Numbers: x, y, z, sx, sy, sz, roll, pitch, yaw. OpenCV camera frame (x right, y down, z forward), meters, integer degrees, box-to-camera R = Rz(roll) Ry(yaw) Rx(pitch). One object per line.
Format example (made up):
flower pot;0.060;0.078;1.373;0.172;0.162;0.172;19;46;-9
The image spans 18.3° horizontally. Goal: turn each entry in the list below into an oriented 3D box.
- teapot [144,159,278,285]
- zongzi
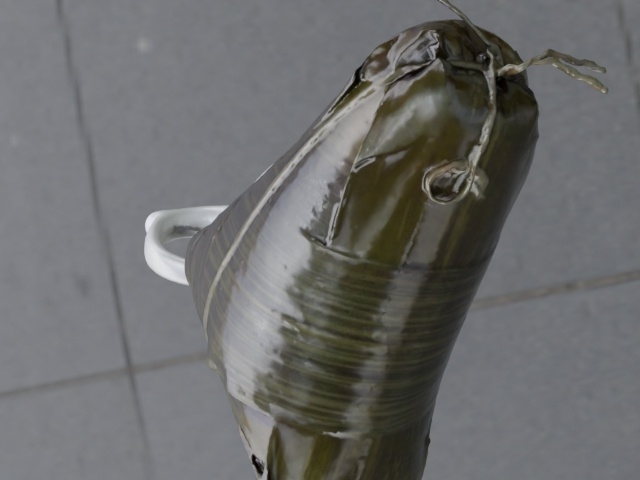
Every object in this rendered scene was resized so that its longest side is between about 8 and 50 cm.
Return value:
teapot;0.000;0.000;1.686;0.166;0.299;0.208;-106;22;-47
zongzi;0.003;-0.033;0.938;0.241;0.111;0.248;56;133;50
